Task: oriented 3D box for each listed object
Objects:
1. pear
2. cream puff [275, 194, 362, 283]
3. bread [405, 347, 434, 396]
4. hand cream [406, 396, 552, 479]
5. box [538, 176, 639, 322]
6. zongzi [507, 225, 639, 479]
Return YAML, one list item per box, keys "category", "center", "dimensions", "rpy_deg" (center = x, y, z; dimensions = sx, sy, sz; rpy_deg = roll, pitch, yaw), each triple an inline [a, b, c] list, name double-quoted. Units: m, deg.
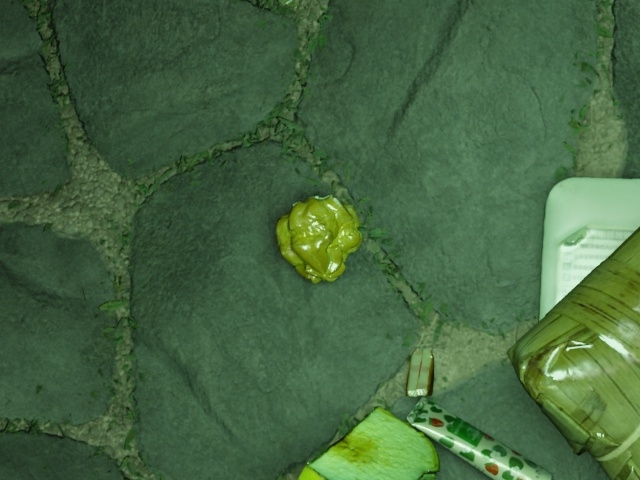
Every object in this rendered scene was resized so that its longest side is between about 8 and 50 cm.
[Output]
- category: "pear"
  center: [0.057, 0.430, 1.645]
  dimensions: [0.159, 0.292, 0.292]
  rpy_deg: [35, 91, 17]
- category: "cream puff"
  center: [0.001, 0.001, 1.780]
  dimensions: [0.156, 0.121, 0.156]
  rpy_deg: [-1, 83, 7]
- category: "bread"
  center: [0.170, 0.238, 1.744]
  dimensions: [0.043, 0.062, 0.109]
  rpy_deg: [2, 40, 12]
- category: "hand cream"
  center: [0.271, 0.349, 1.690]
  dimensions: [0.276, 0.095, 0.059]
  rpy_deg: [31, 116, 12]
- category: "box"
  center: [0.548, 0.097, 1.641]
  dimensions: [0.396, 0.111, 0.396]
  rpy_deg: [4, 82, 13]
- category: "zongzi"
  center: [0.587, 0.177, 1.500]
  dimensions: [0.500, 0.218, 0.467]
  rpy_deg: [-44, 97, -2]
